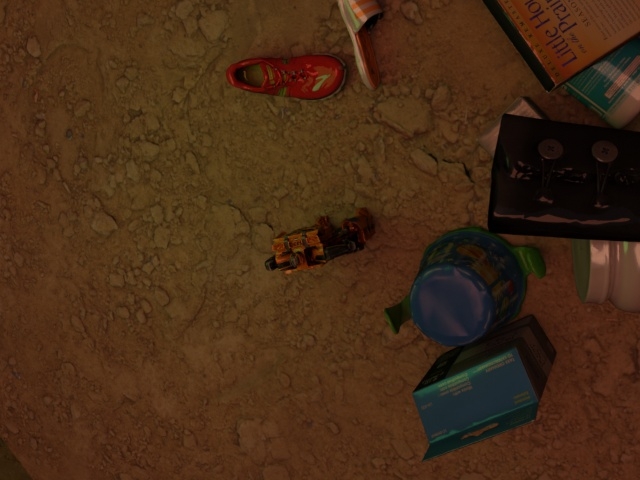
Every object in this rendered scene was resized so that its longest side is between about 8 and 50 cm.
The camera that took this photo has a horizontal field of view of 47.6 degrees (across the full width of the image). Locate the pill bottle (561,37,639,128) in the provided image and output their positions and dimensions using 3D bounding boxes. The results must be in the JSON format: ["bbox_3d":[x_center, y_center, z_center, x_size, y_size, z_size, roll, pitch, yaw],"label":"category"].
[{"bbox_3d":[0.494,-0.336,1.327,0.264,0.146,0.146,41,114,10],"label":"pill bottle"}]

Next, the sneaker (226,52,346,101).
[{"bbox_3d":[-0.081,-0.356,1.594,0.278,0.118,0.107,3,103,24],"label":"sneaker"}]

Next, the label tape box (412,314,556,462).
[{"bbox_3d":[0.318,0.281,1.435,0.240,0.333,0.106,-30,88,26],"label":"label tape box"}]

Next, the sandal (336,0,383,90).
[{"bbox_3d":[0.100,-0.450,1.511,0.076,0.102,0.265,-13,104,24],"label":"sandal"}]

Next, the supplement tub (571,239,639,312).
[{"bbox_3d":[0.622,0.008,1.264,0.324,0.235,0.236,-2,101,10],"label":"supplement tub"}]

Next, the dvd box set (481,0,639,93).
[{"bbox_3d":[0.485,-0.490,1.240,0.420,0.062,0.308,-33,82,0],"label":"dvd box set"}]

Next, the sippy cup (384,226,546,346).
[{"bbox_3d":[0.287,0.105,1.473,0.240,0.224,0.306,32,112,14],"label":"sippy cup"}]

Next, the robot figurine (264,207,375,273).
[{"bbox_3d":[0.000,0.000,1.540,0.211,0.291,0.085,-12,96,25],"label":"robot figurine"}]

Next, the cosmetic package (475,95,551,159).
[{"bbox_3d":[0.434,-0.155,1.417,0.238,0.107,0.127,48,114,9],"label":"cosmetic package"}]

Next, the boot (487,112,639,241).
[{"bbox_3d":[0.511,-0.158,1.179,0.445,0.367,0.146,4,147,19],"label":"boot"}]
